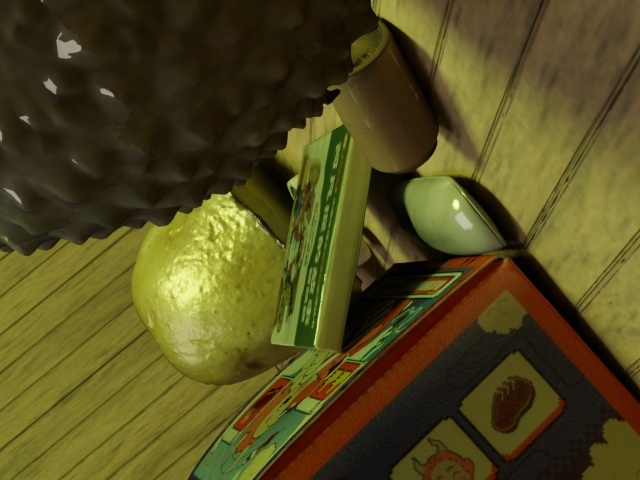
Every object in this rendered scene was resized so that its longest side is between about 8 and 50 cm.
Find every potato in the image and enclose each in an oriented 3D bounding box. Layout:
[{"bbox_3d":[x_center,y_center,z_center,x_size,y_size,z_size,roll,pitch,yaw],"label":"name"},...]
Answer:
[{"bbox_3d":[-0.104,0.041,1.907,0.285,0.242,0.242,47,170,23],"label":"potato"}]

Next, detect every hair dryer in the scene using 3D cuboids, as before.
[{"bbox_3d":[0.018,-0.135,1.279,0.181,0.064,0.117,52,176,48],"label":"hair dryer"}]

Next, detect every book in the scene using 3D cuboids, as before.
[{"bbox_3d":[0.000,0.000,1.538,0.027,0.202,0.264,11,176,-9],"label":"book"}]

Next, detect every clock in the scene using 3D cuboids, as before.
[{"bbox_3d":[0.012,-0.016,1.794,0.129,0.041,0.087,51,168,31],"label":"clock"}]

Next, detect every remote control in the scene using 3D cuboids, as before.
[{"bbox_3d":[0.097,-0.014,1.390,0.073,0.044,0.229,48,171,-9],"label":"remote control"}]

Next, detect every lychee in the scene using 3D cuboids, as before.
[{"bbox_3d":[-0.151,-0.175,0.933,0.380,0.380,0.432,49,-171,11],"label":"lychee"}]

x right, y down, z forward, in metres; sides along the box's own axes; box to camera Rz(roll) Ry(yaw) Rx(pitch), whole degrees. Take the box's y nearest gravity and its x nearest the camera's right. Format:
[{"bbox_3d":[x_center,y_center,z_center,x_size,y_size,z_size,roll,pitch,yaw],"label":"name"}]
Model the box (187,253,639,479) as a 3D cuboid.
[{"bbox_3d":[0.079,0.204,1.453,0.257,0.318,0.349,46,172,-4],"label":"box"}]
